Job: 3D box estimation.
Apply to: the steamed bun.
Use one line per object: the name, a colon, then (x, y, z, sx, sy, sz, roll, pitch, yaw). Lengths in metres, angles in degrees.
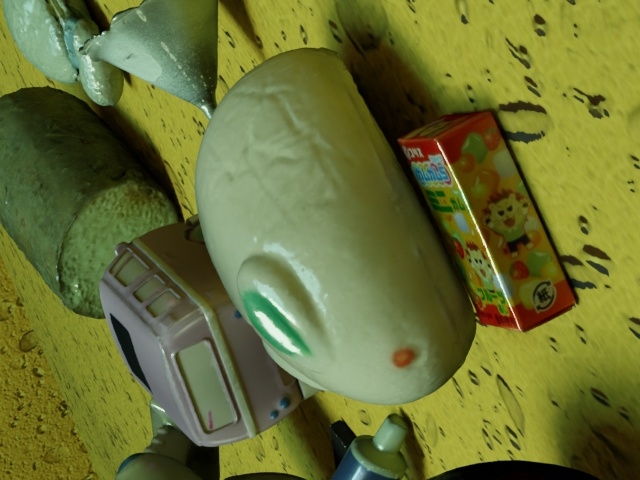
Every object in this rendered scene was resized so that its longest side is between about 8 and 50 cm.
steamed bun: (0.000, 0.000, 1.081, 0.228, 0.130, 0.177, 64, 180, 17)

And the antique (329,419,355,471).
antique: (0.028, 0.228, 1.637, 0.031, 0.015, 0.192, 53, 161, 35)

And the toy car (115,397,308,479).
toy car: (-0.040, 0.305, 1.627, 0.336, 0.226, 0.242, 22, 154, 8)

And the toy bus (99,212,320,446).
toy bus: (-0.099, 0.071, 1.542, 0.202, 0.142, 0.142, 37, 151, 58)

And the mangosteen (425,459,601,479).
mangosteen: (0.101, 0.276, 0.986, 0.300, 0.300, 0.300, 54, 163, 26)

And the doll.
doll: (-0.260, -0.210, 1.714, 0.214, 0.071, 0.103, 49, 161, 29)

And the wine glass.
wine glass: (-0.074, -0.093, 1.270, 0.183, 0.122, 0.122, 56, 165, -2)

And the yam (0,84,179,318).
yam: (-0.255, -0.045, 1.820, 0.268, 0.161, 0.161, 46, 157, 49)

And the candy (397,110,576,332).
candy: (0.092, -0.010, 0.989, 0.122, 0.038, 0.062, 65, 165, -10)

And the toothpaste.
toothpaste: (0.004, 0.252, 1.432, 0.268, 0.069, 0.047, -63, 22, 20)
